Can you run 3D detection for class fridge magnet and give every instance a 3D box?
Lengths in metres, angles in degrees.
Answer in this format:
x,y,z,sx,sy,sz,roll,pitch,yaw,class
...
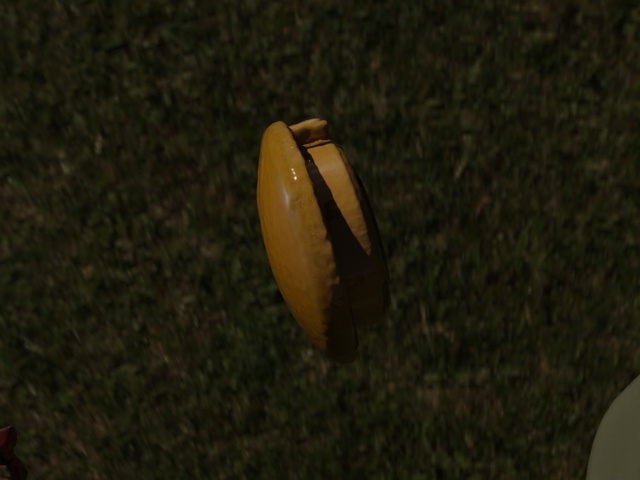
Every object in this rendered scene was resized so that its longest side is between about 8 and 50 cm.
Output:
x,y,z,sx,sy,sz,roll,pitch,yaw,class
0.000,0.000,0.946,0.063,0.143,0.143,-18,65,-5,fridge magnet

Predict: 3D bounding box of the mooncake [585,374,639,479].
x,y,z,sx,sy,sz,roll,pitch,yaw,class
0.295,0.202,1.183,0.135,0.275,0.275,11,64,-17,mooncake

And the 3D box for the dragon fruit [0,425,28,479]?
x,y,z,sx,sy,sz,roll,pitch,yaw,class
-0.275,0.205,1.159,0.192,0.122,0.092,-33,92,-44,dragon fruit
